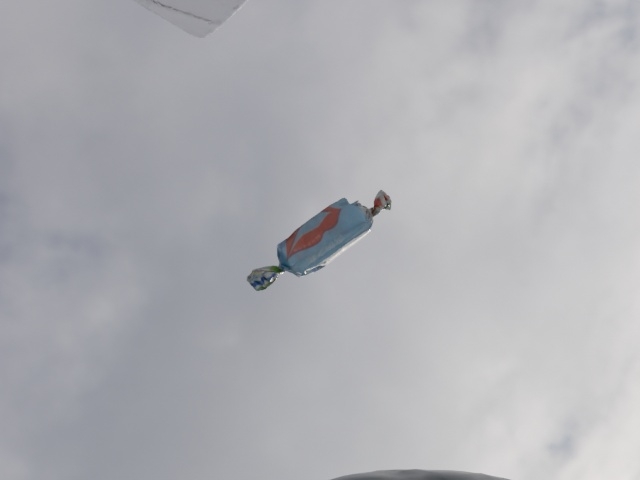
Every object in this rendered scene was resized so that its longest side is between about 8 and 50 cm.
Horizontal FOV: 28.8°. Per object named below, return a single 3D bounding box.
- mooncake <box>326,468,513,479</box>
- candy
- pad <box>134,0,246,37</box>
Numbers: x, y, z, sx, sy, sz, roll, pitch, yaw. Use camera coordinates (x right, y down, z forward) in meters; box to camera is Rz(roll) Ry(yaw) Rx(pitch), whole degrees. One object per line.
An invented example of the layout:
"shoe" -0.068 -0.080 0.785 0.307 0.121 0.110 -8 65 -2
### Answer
"mooncake" 0.054 0.318 0.769 0.351 0.187 0.351 0 -77 -2
"candy" 0.000 -0.001 0.622 0.083 0.020 0.030 -33 -20 -3
"pad" -0.145 -0.204 0.769 0.232 0.156 0.004 29 -110 -18
